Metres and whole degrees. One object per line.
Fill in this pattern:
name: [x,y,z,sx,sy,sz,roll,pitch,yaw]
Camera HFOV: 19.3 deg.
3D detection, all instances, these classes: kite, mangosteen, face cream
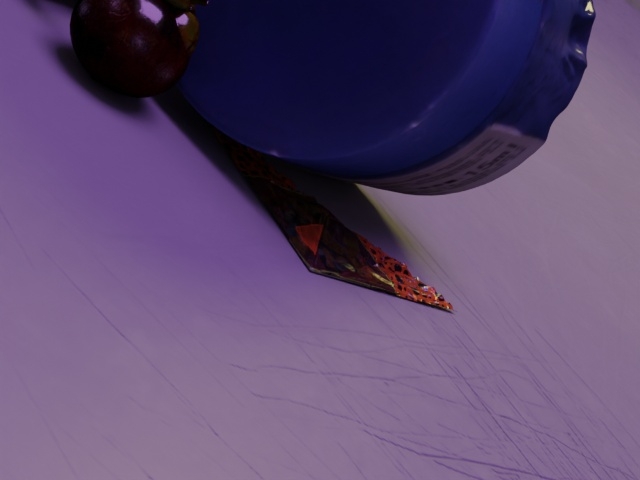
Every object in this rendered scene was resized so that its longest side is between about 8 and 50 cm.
kite: [0.001,-0.001,1.205,0.222,0.008,0.125,37,20,-7]
mangosteen: [-0.115,-0.129,1.160,0.081,0.081,0.081,36,17,-13]
face cream: [0.042,-0.161,1.264,0.249,0.249,0.225,46,12,19]
